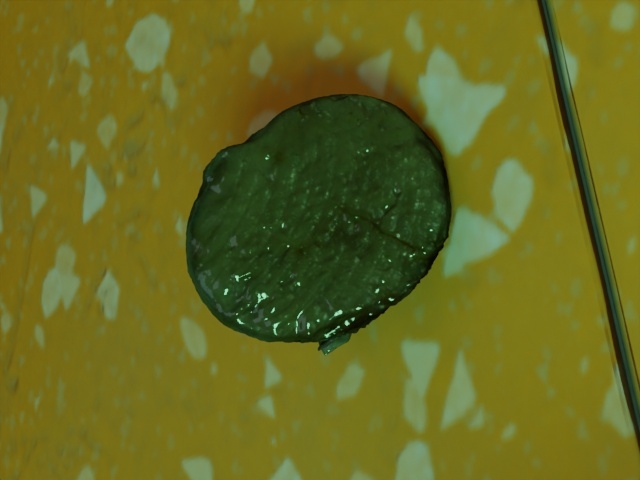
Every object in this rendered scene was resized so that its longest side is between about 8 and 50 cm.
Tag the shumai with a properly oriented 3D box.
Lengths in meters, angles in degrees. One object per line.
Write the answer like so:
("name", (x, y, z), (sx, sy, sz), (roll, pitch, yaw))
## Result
("shumai", (0.001, 0.001, 0.844), (0.099, 0.124, 0.087), (55, 170, 15))
